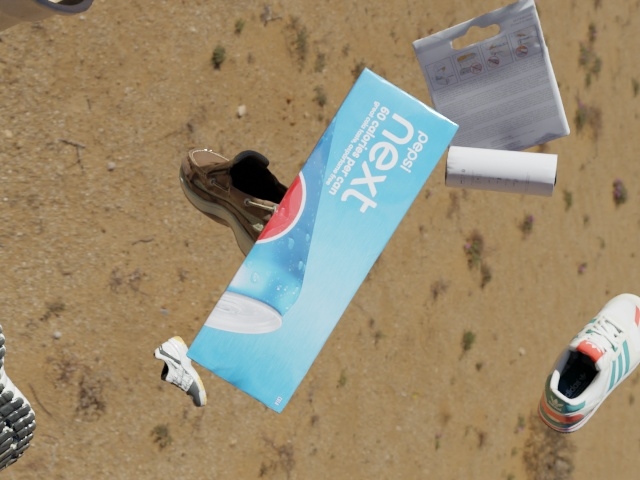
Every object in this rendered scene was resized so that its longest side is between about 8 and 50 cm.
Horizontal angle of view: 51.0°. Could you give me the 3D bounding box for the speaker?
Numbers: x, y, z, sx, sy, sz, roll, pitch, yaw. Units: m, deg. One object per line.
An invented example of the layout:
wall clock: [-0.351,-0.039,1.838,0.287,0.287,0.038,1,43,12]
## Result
speaker: [0.231,-0.088,0.860,0.055,0.136,0.055,7,90,-73]

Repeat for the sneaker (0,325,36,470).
sneaker: [-0.498,0.204,0.930,0.129,0.147,0.330,-28,133,-45]

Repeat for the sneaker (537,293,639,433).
sneaker: [0.265,0.106,0.632,0.161,0.057,0.075,-46,149,-15]

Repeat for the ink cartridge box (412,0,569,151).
ink cartridge box: [0.269,-0.242,1.052,0.066,0.189,0.232,-74,143,-60]

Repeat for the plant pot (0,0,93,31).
plant pot: [-0.528,-0.376,0.874,0.334,0.305,0.334,57,17,-28]

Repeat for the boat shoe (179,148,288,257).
boat shoe: [-0.084,-0.064,0.789,0.095,0.257,0.095,-10,126,-38]

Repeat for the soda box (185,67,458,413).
soda box: [0.000,0.000,0.439,0.210,0.071,0.067,-58,-178,-1]

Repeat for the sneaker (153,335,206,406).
sneaker: [-0.149,0.143,0.706,0.037,0.032,0.083,-27,105,-21]
